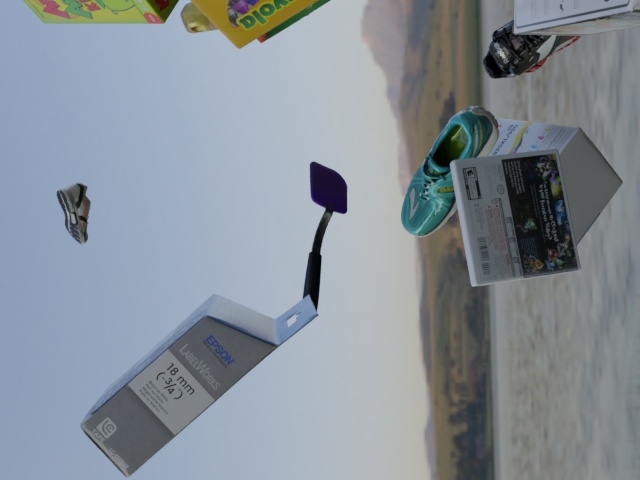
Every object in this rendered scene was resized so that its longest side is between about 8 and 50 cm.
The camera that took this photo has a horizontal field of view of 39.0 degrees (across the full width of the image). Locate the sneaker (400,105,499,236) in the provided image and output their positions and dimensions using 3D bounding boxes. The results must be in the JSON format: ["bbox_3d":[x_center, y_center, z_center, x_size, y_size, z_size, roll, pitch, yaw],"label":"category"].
[{"bbox_3d":[0.211,-0.124,1.623,0.110,0.107,0.275,-19,-38,-51],"label":"sneaker"}]

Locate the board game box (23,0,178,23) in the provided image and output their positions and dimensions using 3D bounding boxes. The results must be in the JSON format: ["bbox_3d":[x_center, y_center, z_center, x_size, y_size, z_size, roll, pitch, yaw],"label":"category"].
[{"bbox_3d":[-0.236,-0.263,0.901,0.092,0.181,0.043,52,-124,-48],"label":"board game box"}]

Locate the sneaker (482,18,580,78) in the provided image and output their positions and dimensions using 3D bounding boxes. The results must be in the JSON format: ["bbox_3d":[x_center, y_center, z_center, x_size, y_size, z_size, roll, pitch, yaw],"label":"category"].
[{"bbox_3d":[0.388,-0.373,1.654,0.097,0.135,0.276,61,157,5],"label":"sneaker"}]

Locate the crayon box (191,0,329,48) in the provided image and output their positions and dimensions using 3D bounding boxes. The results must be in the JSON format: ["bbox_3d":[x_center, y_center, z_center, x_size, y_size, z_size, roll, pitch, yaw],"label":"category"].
[{"bbox_3d":[-0.099,-0.392,1.200,0.318,0.202,0.081,40,-147,-40],"label":"crayon box"}]

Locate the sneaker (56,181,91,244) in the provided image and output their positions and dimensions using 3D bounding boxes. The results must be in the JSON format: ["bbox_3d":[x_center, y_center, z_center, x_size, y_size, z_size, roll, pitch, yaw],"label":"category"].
[{"bbox_3d":[-0.353,-0.039,1.330,0.044,0.040,0.109,-37,-33,-33],"label":"sneaker"}]

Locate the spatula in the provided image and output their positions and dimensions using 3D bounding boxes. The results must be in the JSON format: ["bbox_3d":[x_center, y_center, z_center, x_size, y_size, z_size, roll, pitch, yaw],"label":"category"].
[{"bbox_3d":[0.000,0.000,1.588,0.030,0.084,0.296,-22,53,54],"label":"spatula"}]

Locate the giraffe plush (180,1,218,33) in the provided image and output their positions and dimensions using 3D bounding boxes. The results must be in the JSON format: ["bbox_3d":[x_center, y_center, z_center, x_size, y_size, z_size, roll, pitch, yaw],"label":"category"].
[{"bbox_3d":[-0.120,-0.428,1.427,0.181,0.210,0.170,-30,-65,-56],"label":"giraffe plush"}]

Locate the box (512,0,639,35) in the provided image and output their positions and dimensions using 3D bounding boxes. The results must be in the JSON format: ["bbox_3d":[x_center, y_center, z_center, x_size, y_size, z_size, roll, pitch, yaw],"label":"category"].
[{"bbox_3d":[0.285,-0.297,0.900,0.290,0.087,0.169,-138,47,-78],"label":"box"}]

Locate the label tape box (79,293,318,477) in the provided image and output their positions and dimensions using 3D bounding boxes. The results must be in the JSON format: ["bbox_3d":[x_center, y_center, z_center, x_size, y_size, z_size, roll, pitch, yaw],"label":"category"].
[{"bbox_3d":[-0.168,0.163,1.304,0.106,0.334,0.240,49,179,-5],"label":"label tape box"}]

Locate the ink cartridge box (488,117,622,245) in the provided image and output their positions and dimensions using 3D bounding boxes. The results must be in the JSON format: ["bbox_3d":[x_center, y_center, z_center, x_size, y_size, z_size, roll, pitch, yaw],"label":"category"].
[{"bbox_3d":[0.419,-0.117,1.759,0.168,0.233,0.171,42,-100,-29],"label":"ink cartridge box"}]

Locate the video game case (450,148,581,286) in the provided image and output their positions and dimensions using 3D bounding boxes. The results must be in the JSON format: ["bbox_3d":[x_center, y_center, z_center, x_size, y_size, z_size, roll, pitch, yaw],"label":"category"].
[{"bbox_3d":[0.291,-0.036,1.350,0.022,0.173,0.190,143,119,-75],"label":"video game case"}]
